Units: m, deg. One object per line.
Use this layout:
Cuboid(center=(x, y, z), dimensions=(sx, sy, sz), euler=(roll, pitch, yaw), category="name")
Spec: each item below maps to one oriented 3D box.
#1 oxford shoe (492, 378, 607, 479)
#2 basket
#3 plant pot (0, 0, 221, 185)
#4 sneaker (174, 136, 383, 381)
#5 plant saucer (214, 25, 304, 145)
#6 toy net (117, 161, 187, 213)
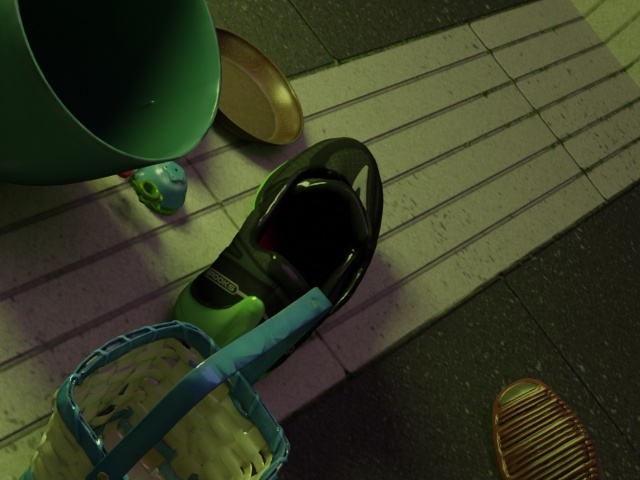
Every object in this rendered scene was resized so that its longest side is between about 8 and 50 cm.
Cuboid(center=(0.322, 0.340, 2.183), dimensions=(0.348, 0.123, 0.130), euler=(67, 8, 30), category="oxford shoe")
Cuboid(center=(-0.130, 0.167, 1.577), dimensions=(0.201, 0.289, 0.255), euler=(53, 29, 6), category="basket")
Cuboid(center=(-0.288, -0.189, 1.785), dimensions=(0.293, 0.235, 0.293), euler=(26, 56, -46), category="plant pot")
Cuboid(center=(0.000, 0.000, 2.020), dimensions=(0.185, 0.202, 0.483), euler=(45, 31, -9), category="sneaker")
Cuboid(center=(-0.107, -0.198, 2.267), dimensions=(0.198, 0.036, 0.199), euler=(32, 35, -26), category="plant saucer")
Cuboid(center=(-0.247, -0.126, 2.002), dimensions=(0.232, 0.045, 0.122), euler=(51, 32, 6), category="toy net")
